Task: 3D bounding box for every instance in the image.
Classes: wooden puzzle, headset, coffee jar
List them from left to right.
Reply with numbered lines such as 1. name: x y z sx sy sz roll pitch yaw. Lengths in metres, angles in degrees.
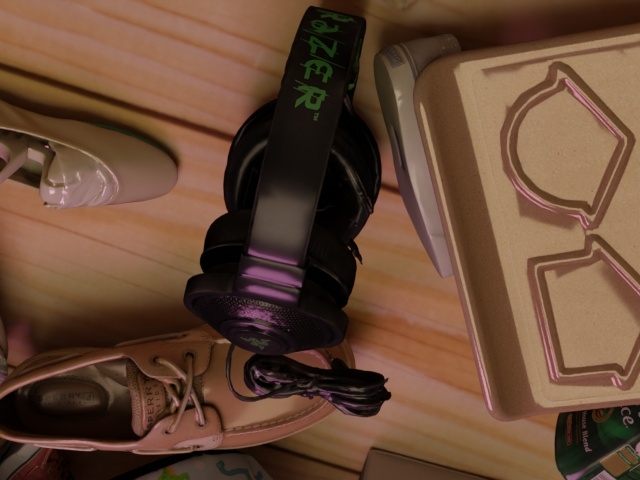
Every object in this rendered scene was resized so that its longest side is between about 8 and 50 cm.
1. headset: 0.000 0.000 1.545 0.185 0.243 0.394 14 136 0
2. coffee jar: 0.297 0.156 1.707 0.079 0.096 0.184 38 127 -23
3. wooden puzzle: 0.274 -0.027 1.517 0.348 0.080 0.322 -10 113 13

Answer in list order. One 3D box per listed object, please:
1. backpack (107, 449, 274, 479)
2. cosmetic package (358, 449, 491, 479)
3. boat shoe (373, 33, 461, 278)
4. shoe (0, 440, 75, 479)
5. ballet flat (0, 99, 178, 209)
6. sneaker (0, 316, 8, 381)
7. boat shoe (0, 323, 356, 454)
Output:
1. backpack: -0.180 0.344 1.856 0.355 0.273 0.290 -41 150 0
2. cosmetic package: 0.090 0.330 1.847 0.151 0.183 0.151 15 132 -1
3. boat shoe: 0.104 -0.067 1.567 0.081 0.079 0.227 -19 128 -6
4. shoe: -0.274 0.222 1.921 0.081 0.063 0.178 29 135 -15
5. ballet flat: -0.248 -0.068 1.646 0.248 0.086 0.086 17 132 -2
6. sneaker: -0.330 0.056 1.777 0.090 0.095 0.235 5 151 3
7. boat shoe: -0.137 0.144 1.751 0.341 0.110 0.121 -10 94 14
